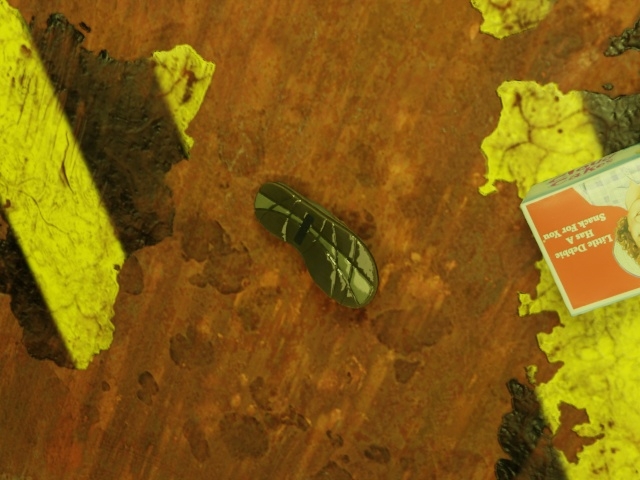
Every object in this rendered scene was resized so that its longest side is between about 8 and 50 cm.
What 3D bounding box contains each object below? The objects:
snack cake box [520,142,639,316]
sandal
[{"bbox_3d":[0.384,-0.032,1.079,0.264,0.089,0.152,-22,99,27],"label":"snack cake box"},{"bbox_3d":[0.000,0.000,1.269,0.219,0.060,0.090,39,112,22],"label":"sandal"}]
